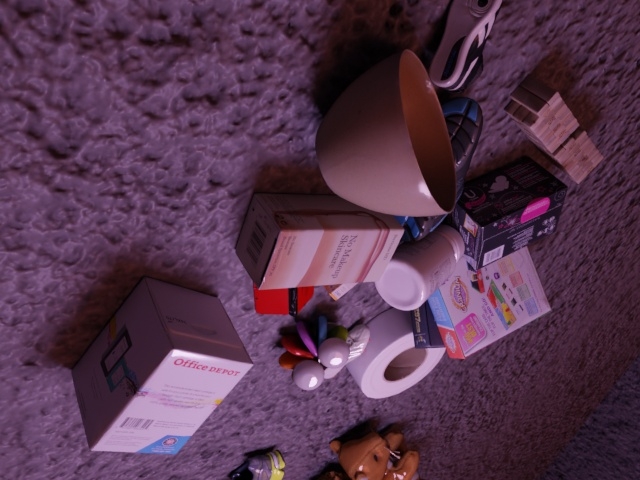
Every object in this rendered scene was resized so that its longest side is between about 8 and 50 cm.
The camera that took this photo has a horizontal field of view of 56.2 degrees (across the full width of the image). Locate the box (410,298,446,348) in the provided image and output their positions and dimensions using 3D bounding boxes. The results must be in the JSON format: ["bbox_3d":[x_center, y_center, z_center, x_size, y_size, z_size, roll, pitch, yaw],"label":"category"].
[{"bbox_3d":[0.336,0.192,1.593,0.233,0.183,0.059,6,163,-38],"label":"box"}]

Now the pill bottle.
[{"bbox_3d":[0.234,0.052,1.370,0.229,0.131,0.131,-34,147,-44],"label":"pill bottle"}]

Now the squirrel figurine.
[{"bbox_3d":[0.154,0.804,1.985,0.397,0.281,0.370,-43,133,3],"label":"squirrel figurine"}]

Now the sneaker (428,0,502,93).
[{"bbox_3d":[0.278,-0.377,1.102,0.121,0.079,0.216,0,121,-60],"label":"sneaker"}]

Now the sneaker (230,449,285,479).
[{"bbox_3d":[-0.222,0.737,1.788,0.121,0.111,0.299,15,113,-32],"label":"sneaker"}]

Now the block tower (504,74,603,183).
[{"bbox_3d":[0.542,-0.248,1.387,0.091,0.097,0.336,-49,137,14],"label":"block tower"}]

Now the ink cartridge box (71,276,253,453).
[{"bbox_3d":[-0.311,0.248,1.169,0.270,0.197,0.198,-49,138,15],"label":"ink cartridge box"}]

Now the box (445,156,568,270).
[{"bbox_3d":[0.439,-0.067,1.448,0.248,0.142,0.163,-24,139,-14],"label":"box"}]

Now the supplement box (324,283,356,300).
[{"bbox_3d":[0.052,0.081,1.373,0.098,0.062,0.036,-40,138,2],"label":"supplement box"}]

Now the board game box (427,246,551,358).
[{"bbox_3d":[0.428,0.131,1.551,0.317,0.242,0.064,-20,180,-25],"label":"board game box"}]

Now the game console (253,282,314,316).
[{"bbox_3d":[-0.078,0.094,1.332,0.124,0.085,0.143,-47,152,-39],"label":"game console"}]

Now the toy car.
[{"bbox_3d":[-0.022,0.256,1.446,0.182,0.159,0.136,-42,103,6],"label":"toy car"}]

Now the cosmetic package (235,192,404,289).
[{"bbox_3d":[0.000,0.000,1.207,0.296,0.129,0.153,-3,128,-34],"label":"cosmetic package"}]

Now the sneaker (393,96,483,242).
[{"bbox_3d":[0.253,-0.155,1.273,0.140,0.125,0.340,-23,146,-43],"label":"sneaker"}]

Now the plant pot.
[{"bbox_3d":[0.104,-0.164,1.053,0.191,0.283,0.284,-14,147,25],"label":"plant pot"}]

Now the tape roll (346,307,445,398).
[{"bbox_3d":[0.214,0.311,1.680,0.286,0.100,0.286,-19,136,-19],"label":"tape roll"}]

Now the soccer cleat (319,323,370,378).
[{"bbox_3d":[0.054,0.294,1.577,0.076,0.068,0.196,22,116,-42],"label":"soccer cleat"}]
